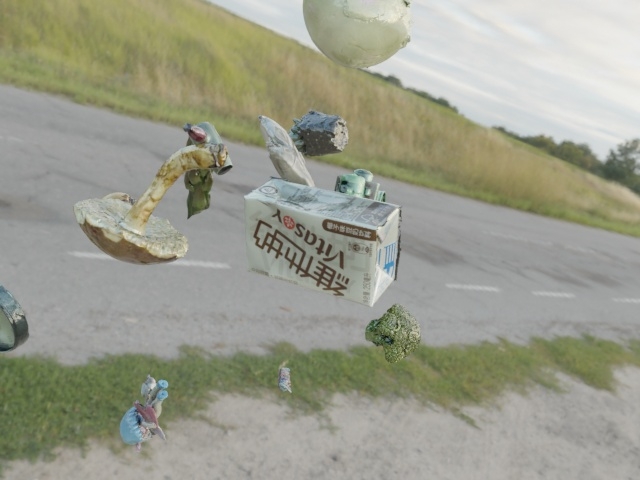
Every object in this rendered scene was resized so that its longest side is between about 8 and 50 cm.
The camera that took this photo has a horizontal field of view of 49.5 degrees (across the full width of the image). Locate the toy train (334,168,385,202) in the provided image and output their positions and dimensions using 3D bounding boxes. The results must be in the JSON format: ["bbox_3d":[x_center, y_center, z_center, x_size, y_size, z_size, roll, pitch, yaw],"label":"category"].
[{"bbox_3d":[0.071,-0.038,1.781,0.150,0.304,0.221,11,2,17],"label":"toy train"}]

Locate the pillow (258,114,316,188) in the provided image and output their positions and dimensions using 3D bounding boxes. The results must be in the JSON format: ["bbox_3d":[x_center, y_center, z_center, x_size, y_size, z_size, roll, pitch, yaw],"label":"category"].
[{"bbox_3d":[-0.084,-0.206,1.715,0.173,0.067,0.270,51,9,-28],"label":"pillow"}]

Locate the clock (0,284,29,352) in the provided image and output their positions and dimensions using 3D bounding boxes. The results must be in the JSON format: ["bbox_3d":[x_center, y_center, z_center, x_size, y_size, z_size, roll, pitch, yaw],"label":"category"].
[{"bbox_3d":[-0.887,0.203,1.872,0.226,0.226,0.049,25,38,13],"label":"clock"}]

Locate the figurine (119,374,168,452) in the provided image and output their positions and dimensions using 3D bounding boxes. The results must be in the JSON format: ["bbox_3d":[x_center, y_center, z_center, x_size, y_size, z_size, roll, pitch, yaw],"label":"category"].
[{"bbox_3d":[-0.518,0.489,2.037,0.103,0.260,0.205,5,44,-36],"label":"figurine"}]

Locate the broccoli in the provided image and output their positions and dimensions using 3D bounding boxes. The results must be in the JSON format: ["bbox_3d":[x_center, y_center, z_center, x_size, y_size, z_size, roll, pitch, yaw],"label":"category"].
[{"bbox_3d":[0.158,0.202,1.506,0.120,0.130,0.131,-2,29,19],"label":"broccoli"}]

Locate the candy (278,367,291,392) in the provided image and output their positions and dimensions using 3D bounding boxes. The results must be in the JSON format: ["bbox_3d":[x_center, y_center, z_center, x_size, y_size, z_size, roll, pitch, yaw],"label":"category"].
[{"bbox_3d":[-0.110,0.431,2.145,0.045,0.043,0.175,21,10,-6],"label":"candy"}]

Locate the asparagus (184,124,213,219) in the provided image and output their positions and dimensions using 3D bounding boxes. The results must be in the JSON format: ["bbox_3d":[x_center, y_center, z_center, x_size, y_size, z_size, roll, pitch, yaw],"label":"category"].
[{"bbox_3d":[-0.296,-0.159,1.697,0.080,0.287,0.080,3,40,-2],"label":"asparagus"}]

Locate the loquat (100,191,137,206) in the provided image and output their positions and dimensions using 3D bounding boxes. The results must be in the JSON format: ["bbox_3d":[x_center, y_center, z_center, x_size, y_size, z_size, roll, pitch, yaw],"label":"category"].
[{"bbox_3d":[-0.573,-0.069,1.975,0.141,0.141,0.141,21,12,-5],"label":"loquat"}]

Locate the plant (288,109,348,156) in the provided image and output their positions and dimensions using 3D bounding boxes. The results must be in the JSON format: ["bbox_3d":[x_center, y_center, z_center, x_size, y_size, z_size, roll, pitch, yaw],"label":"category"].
[{"bbox_3d":[-0.017,-0.340,2.223,0.194,0.132,0.129,2,36,24],"label":"plant"}]

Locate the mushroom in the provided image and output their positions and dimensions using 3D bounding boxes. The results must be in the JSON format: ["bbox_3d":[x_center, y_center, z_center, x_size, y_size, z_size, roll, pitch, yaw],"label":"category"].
[{"bbox_3d":[-0.326,-0.079,1.398,0.233,0.301,0.208,39,-17,31],"label":"mushroom"}]

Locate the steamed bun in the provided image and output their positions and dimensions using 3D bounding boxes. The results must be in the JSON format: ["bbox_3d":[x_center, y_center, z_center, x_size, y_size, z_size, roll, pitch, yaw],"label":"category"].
[{"bbox_3d":[0.113,-0.692,2.063,0.334,0.312,0.233,56,-20,-2],"label":"steamed bun"}]

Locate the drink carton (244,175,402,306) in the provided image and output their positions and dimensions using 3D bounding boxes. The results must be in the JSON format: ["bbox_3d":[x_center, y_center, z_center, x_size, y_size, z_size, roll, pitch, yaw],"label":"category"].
[{"bbox_3d":[0.001,0.000,1.498,0.324,0.194,0.132,15,31,25],"label":"drink carton"}]

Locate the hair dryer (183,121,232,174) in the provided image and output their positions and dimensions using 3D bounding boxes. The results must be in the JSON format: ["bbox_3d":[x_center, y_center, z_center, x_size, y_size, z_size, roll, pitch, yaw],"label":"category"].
[{"bbox_3d":[-0.231,-0.192,1.346,0.106,0.054,0.154,58,7,18],"label":"hair dryer"}]
